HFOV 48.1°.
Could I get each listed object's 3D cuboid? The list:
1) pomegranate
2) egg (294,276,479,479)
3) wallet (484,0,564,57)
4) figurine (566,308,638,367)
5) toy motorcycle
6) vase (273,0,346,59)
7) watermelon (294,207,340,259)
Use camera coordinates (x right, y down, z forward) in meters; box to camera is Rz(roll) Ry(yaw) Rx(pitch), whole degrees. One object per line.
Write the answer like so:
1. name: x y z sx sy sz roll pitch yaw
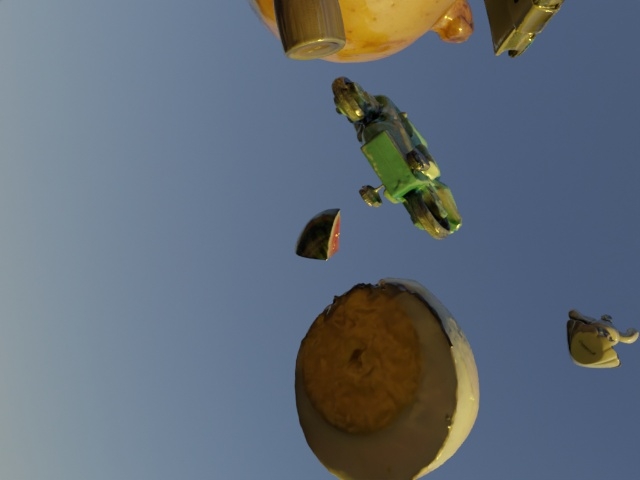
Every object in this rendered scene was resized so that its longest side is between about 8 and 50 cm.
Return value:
1. pomegranate: 0.071 -0.425 1.035 0.410 0.410 0.410 23 -61 49
2. egg: 0.132 0.224 1.153 0.337 0.201 0.337 -4 -96 45
3. wallet: 0.202 -0.255 0.685 0.155 0.039 0.110 117 -30 -73
4. figurine: 0.368 0.129 0.959 0.094 0.086 0.082 45 -42 23
5. toy motorcycle: 0.122 -0.130 1.147 0.109 0.198 0.297 -35 -98 23
6. vase: -0.014 -0.201 0.576 0.053 0.053 0.101 -12 -91 55
7. watermelon: 0.000 0.000 1.562 0.135 0.094 0.125 -16 -123 47
